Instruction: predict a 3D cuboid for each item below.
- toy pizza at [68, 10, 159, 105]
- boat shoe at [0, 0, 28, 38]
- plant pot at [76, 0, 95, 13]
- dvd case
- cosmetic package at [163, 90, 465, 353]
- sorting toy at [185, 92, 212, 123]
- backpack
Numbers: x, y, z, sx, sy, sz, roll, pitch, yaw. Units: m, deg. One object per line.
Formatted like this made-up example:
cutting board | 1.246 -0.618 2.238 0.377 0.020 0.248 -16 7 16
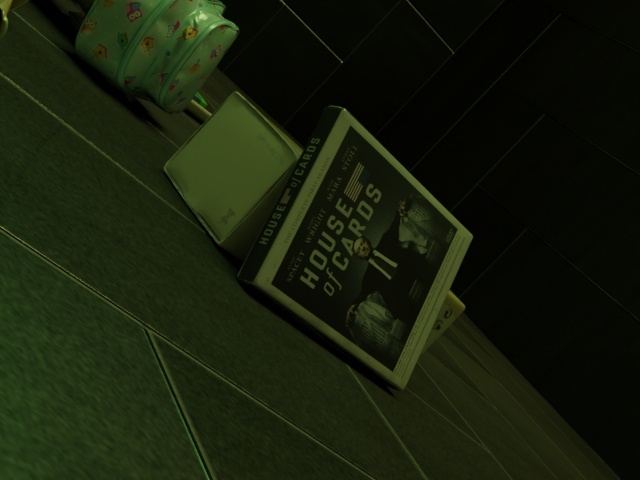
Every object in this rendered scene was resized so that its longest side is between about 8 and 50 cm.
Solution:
toy pizza | -0.275 -0.262 1.499 0.201 0.032 0.201 44 5 -5
boat shoe | -0.271 -0.185 0.820 0.072 0.068 0.190 56 15 -2
plant pot | -0.277 -0.445 1.402 0.293 0.275 0.275 44 5 8
dvd case | 0.043 0.014 0.985 0.029 0.179 0.238 12 -20 45
cosmetic package | 0.000 0.000 1.090 0.309 0.113 0.160 40 6 -43
sorting toy | -0.256 -0.277 1.726 0.208 0.038 0.193 46 6 28
backpack | -0.194 -0.243 1.248 0.144 0.166 0.188 41 8 14
